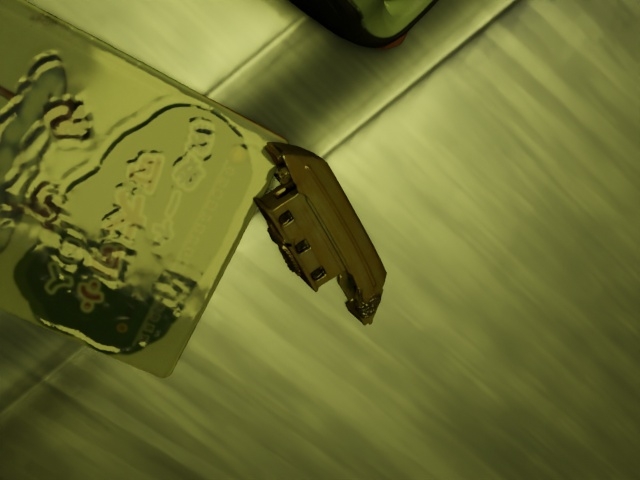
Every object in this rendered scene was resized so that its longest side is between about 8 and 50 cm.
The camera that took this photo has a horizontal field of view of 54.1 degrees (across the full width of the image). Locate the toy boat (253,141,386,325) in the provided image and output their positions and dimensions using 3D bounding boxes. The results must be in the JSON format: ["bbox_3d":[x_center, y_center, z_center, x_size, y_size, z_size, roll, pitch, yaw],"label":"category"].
[{"bbox_3d":[0.000,0.000,0.582,0.077,0.057,0.200,-35,119,-8],"label":"toy boat"}]

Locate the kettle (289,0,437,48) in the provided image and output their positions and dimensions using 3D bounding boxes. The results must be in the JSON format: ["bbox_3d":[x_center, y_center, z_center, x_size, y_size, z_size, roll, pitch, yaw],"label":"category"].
[{"bbox_3d":[0.056,-0.296,0.497,0.240,0.165,0.255,27,99,-40],"label":"kettle"}]

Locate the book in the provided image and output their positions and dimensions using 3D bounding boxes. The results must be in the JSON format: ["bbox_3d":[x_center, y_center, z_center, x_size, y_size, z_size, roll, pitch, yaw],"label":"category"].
[{"bbox_3d":[-0.249,-0.061,0.560,0.371,0.043,0.260,26,96,-11],"label":"book"}]
